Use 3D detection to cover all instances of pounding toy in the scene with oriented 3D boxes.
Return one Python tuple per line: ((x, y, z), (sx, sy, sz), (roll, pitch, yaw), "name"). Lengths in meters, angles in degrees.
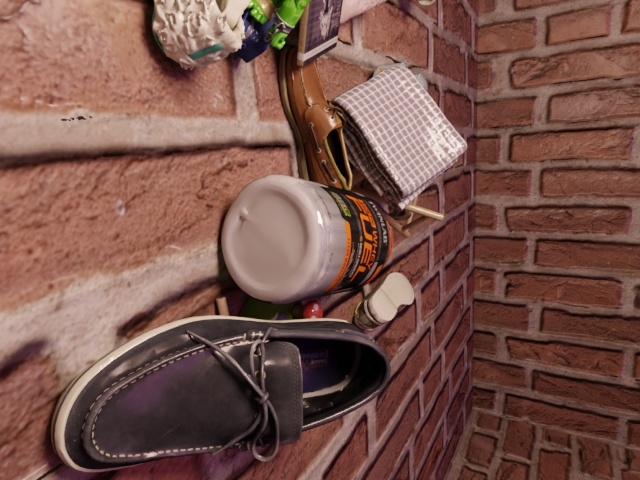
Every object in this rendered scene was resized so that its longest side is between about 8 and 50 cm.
((-0.072, 0.171, 0.785), (0.236, 0.110, 0.183), (-10, 101, -59), "pounding toy")

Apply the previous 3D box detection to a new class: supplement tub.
((0.000, 0.000, 0.795), (0.338, 0.207, 0.207), (0, 93, -60), "supplement tub")

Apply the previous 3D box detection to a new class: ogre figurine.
((-0.050, -0.404, 0.637), (0.096, 0.118, 0.197), (29, 55, -37), "ogre figurine")

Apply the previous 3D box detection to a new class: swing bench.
((0.199, -0.186, 1.126), (0.254, 0.165, 0.253), (27, 65, -13), "swing bench")

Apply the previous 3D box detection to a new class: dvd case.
((0.008, -0.443, 0.757), (0.164, 0.018, 0.221), (-55, 160, -47), "dvd case")

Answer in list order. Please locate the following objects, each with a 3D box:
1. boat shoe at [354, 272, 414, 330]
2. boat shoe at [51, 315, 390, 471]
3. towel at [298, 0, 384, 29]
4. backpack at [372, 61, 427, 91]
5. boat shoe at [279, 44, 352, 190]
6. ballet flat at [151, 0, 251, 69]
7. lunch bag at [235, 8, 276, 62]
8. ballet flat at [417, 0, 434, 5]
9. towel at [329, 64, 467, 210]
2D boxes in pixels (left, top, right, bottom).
((0.191, 0.176, 1.255), (0.109, 0.091, 0.305), (55, 30, 8), "boat shoe")
((-0.094, 0.207, 0.618), (0.500, 0.156, 0.187), (2, 93, -39), "boat shoe")
((0.081, -0.604, 0.852), (0.332, 0.053, 0.317), (-43, 158, -34), "towel")
((0.216, -0.398, 1.187), (0.188, 0.144, 0.166), (22, 80, -55), "backpack")
((0.003, -0.242, 0.872), (0.110, 0.104, 0.308), (-43, 127, -46), "boat shoe")
((-0.131, -0.437, 0.599), (0.147, 0.146, 0.409), (13, 81, -59), "ballet flat")
((-0.119, -0.344, 0.689), (0.065, 0.067, 0.099), (33, 60, -39), "lunch bag")
((0.246, -0.742, 1.105), (0.400, 0.139, 0.139), (2, 92, -60), "ballet flat")
((0.174, -0.240, 0.972), (0.235, 0.121, 0.284), (-37, 90, -27), "towel")
